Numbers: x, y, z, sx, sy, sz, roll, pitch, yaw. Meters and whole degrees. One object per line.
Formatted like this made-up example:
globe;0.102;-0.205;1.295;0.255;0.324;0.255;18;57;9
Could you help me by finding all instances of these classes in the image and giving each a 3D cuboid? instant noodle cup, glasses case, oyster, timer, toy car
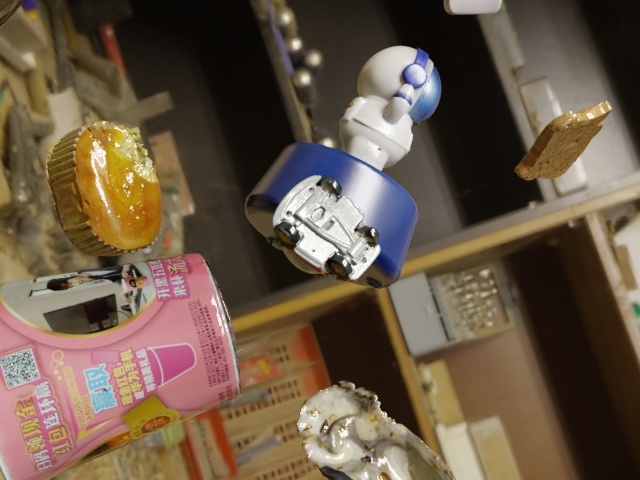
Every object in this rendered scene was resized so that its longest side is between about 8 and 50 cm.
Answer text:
instant noodle cup;-0.224;0.120;0.997;0.244;0.255;0.244;166;-90;-77
glasses case;0.165;-0.261;1.024;0.021;0.083;0.032;17;-66;49
oyster;0.102;0.322;1.257;0.345;0.128;0.079;39;-28;25
timer;0.077;-0.145;1.527;0.384;0.270;0.270;-62;161;-13
toy car;0.000;0.000;1.235;0.139;0.112;0.112;42;-28;2

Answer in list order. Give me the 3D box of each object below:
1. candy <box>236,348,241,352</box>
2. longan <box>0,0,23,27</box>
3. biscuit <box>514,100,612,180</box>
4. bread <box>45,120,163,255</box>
candy;-0.165;0.188;1.356;0.035;0.123;0.035;51;-9;40
longan;-0.388;-0.281;0.810;0.297;0.297;0.297;-19;90;-86
biscuit;0.359;-0.142;1.417;0.035;0.162;0.250;60;4;19
bread;-0.388;-0.093;1.742;0.179;0.133;0.250;-11;87;-43
